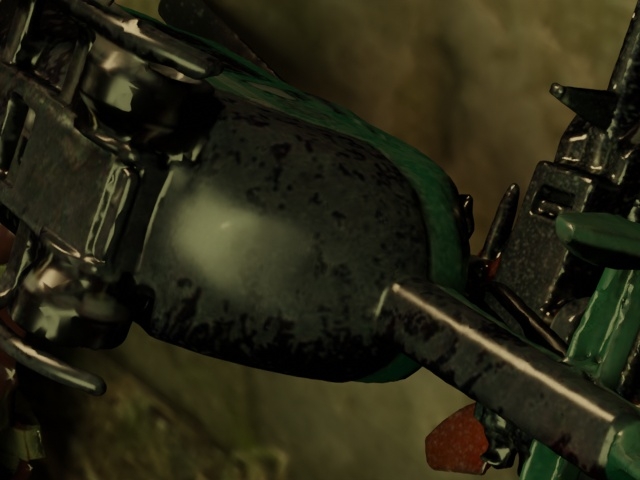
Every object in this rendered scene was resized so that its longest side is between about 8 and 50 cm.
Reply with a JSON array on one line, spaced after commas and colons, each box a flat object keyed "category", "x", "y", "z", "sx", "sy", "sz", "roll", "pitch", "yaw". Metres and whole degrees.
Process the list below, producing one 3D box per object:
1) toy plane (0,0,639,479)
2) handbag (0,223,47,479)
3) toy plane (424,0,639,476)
[{"category": "toy plane", "x": 0.000, "y": 0.000, "z": 0.513, "sx": 0.381, "sy": 0.155, "sz": 0.106, "roll": 31, "pitch": 107, "yaw": 48}, {"category": "handbag", "x": -0.200, "y": 0.002, "z": 0.731, "sx": 0.235, "sy": 0.127, "sz": 0.213, "roll": 20, "pitch": 110, "yaw": 17}, {"category": "toy plane", "x": 0.082, "y": -0.006, "z": 0.576, "sx": 0.130, "sy": 0.061, "sz": 0.189, "roll": 22, "pitch": 108, "yaw": 49}]
